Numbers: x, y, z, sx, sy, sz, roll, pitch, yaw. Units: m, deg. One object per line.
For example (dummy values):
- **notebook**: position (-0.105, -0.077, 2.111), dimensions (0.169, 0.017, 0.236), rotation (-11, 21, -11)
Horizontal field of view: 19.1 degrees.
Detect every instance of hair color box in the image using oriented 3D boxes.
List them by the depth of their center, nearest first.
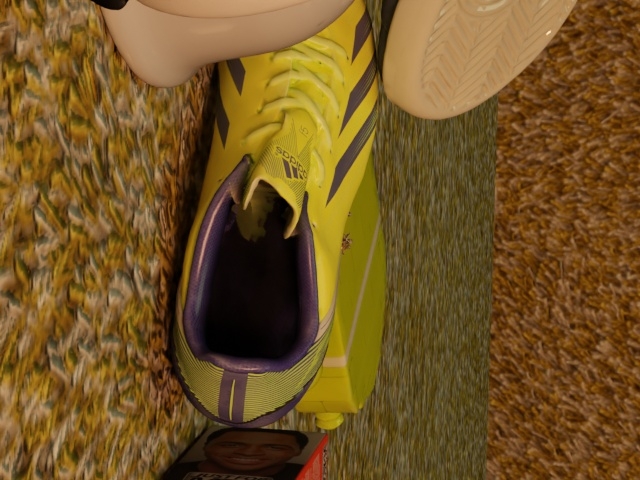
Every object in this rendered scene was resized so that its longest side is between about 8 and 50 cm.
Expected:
- **hair color box**: position (-0.043, 0.139, 1.019), dimensions (0.141, 0.072, 0.043), rotation (-44, 136, -76)

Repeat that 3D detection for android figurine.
- **android figurine**: position (0.000, 0.000, 1.253), dimensions (0.248, 0.056, 0.273), rotation (-76, 162, -51)

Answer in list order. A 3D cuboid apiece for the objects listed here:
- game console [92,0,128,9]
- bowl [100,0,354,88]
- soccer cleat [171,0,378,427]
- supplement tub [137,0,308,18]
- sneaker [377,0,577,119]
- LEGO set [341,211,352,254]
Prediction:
- **game console**: position (-0.100, -0.153, 0.637), dimensions (0.071, 0.107, 0.122), rotation (-53, 158, -16)
- **bowl**: position (-0.013, -0.220, 0.911), dimensions (0.298, 0.134, 0.298), rotation (3, 90, -80)
- **soccer cleat**: position (-0.019, -0.043, 1.012), dimensions (0.121, 0.093, 0.289), rotation (99, 0, -72)
- **supplement tub**: position (-0.038, -0.198, 0.695), dimensions (0.144, 0.144, 0.200), rotation (-73, 150, -52)
- **sneaker**: position (0.084, -0.245, 1.043), dimensions (0.131, 0.148, 0.350), rotation (-3, 117, -47)
- **LEGO set**: position (0.017, -0.032, 1.152), dimensions (0.054, 0.023, 0.083), rotation (-73, 158, -55)
